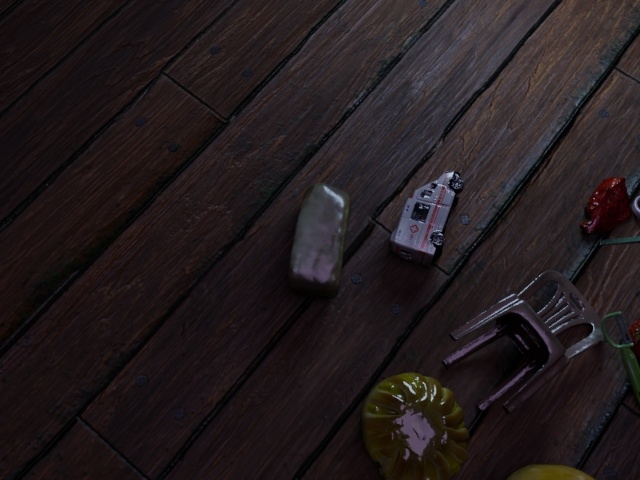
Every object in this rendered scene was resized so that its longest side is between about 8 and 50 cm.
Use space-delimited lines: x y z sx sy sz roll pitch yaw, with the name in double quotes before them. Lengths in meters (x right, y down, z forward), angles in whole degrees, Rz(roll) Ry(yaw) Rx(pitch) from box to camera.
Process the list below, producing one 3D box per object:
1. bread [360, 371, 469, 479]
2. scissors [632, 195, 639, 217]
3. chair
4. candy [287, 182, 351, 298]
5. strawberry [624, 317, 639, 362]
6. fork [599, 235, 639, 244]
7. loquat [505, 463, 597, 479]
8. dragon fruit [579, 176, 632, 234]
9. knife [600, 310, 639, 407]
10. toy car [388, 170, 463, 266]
"bread" 0.176 0.346 1.252 0.213 0.105 0.213 1 67 -3
"scissors" 0.790 -0.075 1.456 0.242 0.030 0.118 -16 53 -11
"chair" 0.403 0.172 1.281 0.326 0.183 0.175 -34 74 -12
"candy" 0.000 0.000 1.381 0.104 0.102 0.234 8 70 3
"strawberry" 0.641 0.192 1.322 0.106 0.106 0.106 0 69 -1
"fork" 0.706 -0.008 1.441 0.235 0.021 0.039 -6 66 -4
"loquat" 0.405 0.491 1.137 0.244 0.244 0.244 0 69 -1
"dragon fruit" 0.597 -0.075 1.442 0.131 0.063 0.097 -31 72 -12
"knife" 0.583 0.238 1.308 0.054 0.015 0.212 -21 95 27
"toy car" 0.221 -0.055 1.415 0.108 0.089 0.209 19 73 12
